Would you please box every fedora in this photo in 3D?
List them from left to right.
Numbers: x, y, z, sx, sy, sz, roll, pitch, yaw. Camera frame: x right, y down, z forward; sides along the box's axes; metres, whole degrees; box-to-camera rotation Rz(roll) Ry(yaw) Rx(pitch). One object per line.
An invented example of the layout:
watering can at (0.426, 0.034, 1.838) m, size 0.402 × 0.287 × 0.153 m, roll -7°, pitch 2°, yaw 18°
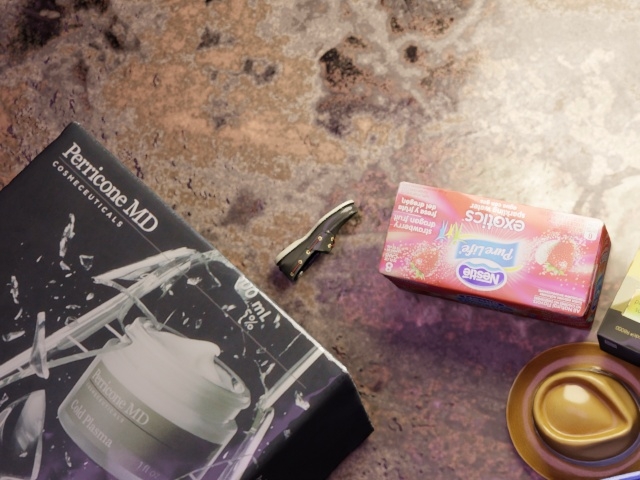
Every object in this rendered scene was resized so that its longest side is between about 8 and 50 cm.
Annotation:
fedora at (0.315, 0.207, 1.611) m, size 0.194 × 0.079 × 0.194 m, roll -3°, pitch 78°, yaw 15°

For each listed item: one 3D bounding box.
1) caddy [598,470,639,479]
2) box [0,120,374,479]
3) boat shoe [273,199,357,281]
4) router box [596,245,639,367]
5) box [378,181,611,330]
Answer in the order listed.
caddy at (0.395, 0.388, 1.504) m, size 0.341 × 0.179 × 0.241 m, roll -15°, pitch 51°, yaw 13°
box at (-0.273, 0.209, 1.629) m, size 0.480 × 0.297 × 0.472 m, roll 41°, pitch 78°, yaw 19°
boat shoe at (0.001, 0.000, 1.763) m, size 0.133 × 0.049 × 0.042 m, roll -42°, pitch 76°, yaw 7°
router box at (0.511, 0.075, 1.565) m, size 0.309 × 0.081 × 0.243 m, roll 24°, pitch 79°, yaw 21°
box at (0.214, 0.020, 1.653) m, size 0.257 × 0.128 × 0.123 m, roll 12°, pitch 82°, yaw 18°
